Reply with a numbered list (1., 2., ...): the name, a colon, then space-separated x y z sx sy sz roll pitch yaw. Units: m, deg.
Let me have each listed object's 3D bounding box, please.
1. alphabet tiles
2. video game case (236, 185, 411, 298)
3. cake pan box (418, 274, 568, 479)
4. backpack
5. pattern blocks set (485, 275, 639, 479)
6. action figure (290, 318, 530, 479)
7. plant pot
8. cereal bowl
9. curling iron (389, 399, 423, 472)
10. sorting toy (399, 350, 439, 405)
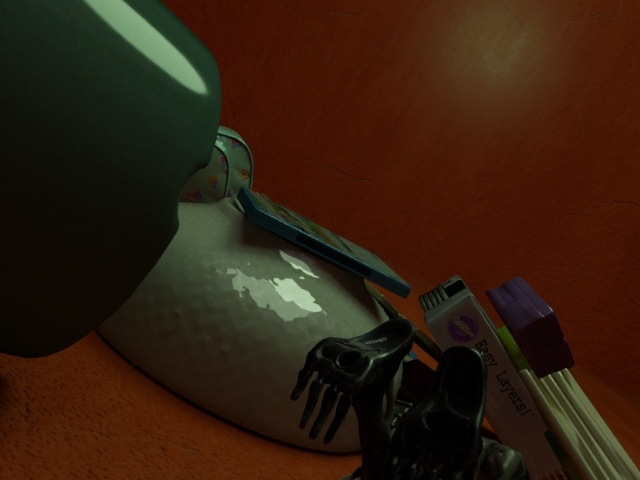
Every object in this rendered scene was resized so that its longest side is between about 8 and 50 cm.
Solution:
1. alphabet tiles: 0.050 0.061 0.951 0.342 0.011 0.285 40 -3 34
2. video game case: 0.000 0.000 0.691 0.166 0.015 0.119 27 7 -17
3. cake pan box: 0.215 0.166 0.862 0.267 0.070 0.246 57 6 1
4. backpack: -0.199 -0.108 1.131 0.188 0.166 0.144 3 12 -22
5. pattern blocks set: 0.157 0.150 0.347 0.325 0.026 0.285 55 8 -32
6. action figure: 0.074 0.169 0.422 0.164 0.141 0.276 23 -26 46
7. plant pot: -0.258 -0.107 0.398 0.334 0.341 0.341 33 2 -40
8. cereal bowl: -0.057 0.056 0.716 0.339 0.141 0.339 29 6 -3
9. curling iron: 0.124 0.196 0.742 0.035 0.068 0.274 5 -5 27
10. sorting toy: 0.115 0.168 0.991 0.196 0.047 0.347 31 7 18
